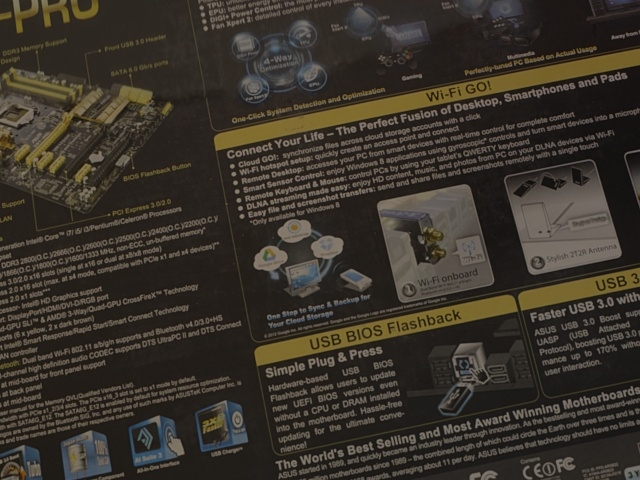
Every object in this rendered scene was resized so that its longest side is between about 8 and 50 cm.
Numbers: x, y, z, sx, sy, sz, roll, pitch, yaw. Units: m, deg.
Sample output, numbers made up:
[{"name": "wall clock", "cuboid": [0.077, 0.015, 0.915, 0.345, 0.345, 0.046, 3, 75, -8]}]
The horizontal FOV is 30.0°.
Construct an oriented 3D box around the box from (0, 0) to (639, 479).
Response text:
[{"name": "box", "cuboid": [0.000, 0.000, 0.551, 0.097, 0.394, 0.318, 82, 175, -73]}]
